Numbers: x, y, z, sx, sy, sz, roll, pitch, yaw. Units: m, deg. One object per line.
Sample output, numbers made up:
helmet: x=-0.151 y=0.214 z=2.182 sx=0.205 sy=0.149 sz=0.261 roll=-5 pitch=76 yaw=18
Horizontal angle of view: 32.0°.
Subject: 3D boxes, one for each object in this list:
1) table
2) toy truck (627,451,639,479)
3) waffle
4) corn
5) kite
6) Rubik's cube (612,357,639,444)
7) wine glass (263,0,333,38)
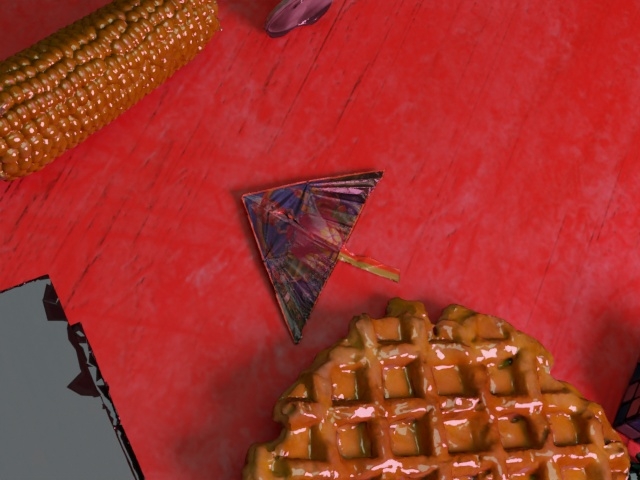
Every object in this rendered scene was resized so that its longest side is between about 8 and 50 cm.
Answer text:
table: x=-0.219 y=0.157 z=0.774 sx=0.172 sy=0.169 sz=0.193 roll=-22 pitch=75 yaw=-22
toy truck: x=0.303 y=0.253 z=0.937 sx=0.078 sy=0.080 sz=0.154 roll=15 pitch=65 yaw=-28
waffle: x=0.103 y=0.198 z=0.895 sx=0.302 sy=0.068 sz=0.325 roll=40 pitch=60 yaw=3
corn: x=-0.195 y=-0.140 z=0.940 sx=0.260 sy=0.091 sz=0.091 roll=-36 pitch=42 yaw=-25
kite: x=0.000 y=0.000 z=0.984 sx=0.159 sy=0.010 sz=0.190 roll=31 pitch=66 yaw=-4
Rubik's cube: x=0.329 y=0.139 z=0.976 sx=0.092 sy=0.092 sz=0.092 roll=32 pitch=65 yaw=-2
wine glass: x=-0.055 y=-0.287 z=1.028 sx=0.122 sy=0.122 sz=0.183 roll=-31 pitch=84 yaw=-24
